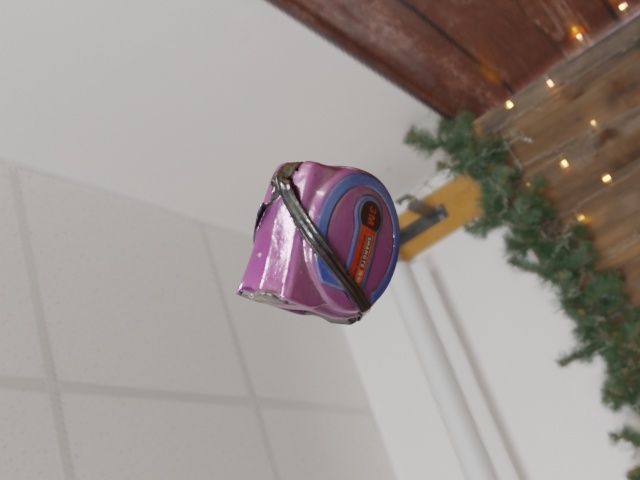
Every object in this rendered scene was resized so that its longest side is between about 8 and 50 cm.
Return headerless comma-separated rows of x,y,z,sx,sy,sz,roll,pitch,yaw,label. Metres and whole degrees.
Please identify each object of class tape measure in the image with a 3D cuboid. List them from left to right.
0.000,0.000,0.631,0.125,0.074,0.118,27,-108,-47,tape measure
